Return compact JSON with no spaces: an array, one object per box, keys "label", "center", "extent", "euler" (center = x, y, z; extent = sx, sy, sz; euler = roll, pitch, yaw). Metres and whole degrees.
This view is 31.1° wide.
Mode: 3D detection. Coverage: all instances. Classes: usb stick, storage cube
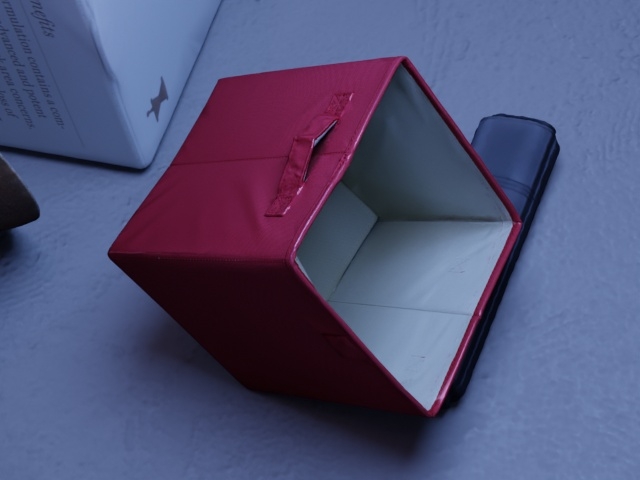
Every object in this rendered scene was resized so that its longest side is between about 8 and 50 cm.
[{"label":"usb stick","center":[0.125,0.008,0.951],"extent":[0.077,0.045,0.278],"euler":[16,62,19]},{"label":"storage cube","center":[0.000,0.000,0.853],"extent":[0.193,0.215,0.183],"euler":[2,54,43]}]

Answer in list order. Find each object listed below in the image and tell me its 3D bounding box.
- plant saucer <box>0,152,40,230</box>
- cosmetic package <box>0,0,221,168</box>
[{"label":"plant saucer","center":[-0.364,-0.100,0.926],"extent":[0.310,0.310,0.050],"euler":[29,73,23]},{"label":"cosmetic package","center":[-0.314,-0.309,1.039],"extent":[0.394,0.329,0.327],"euler":[10,58,13]}]
